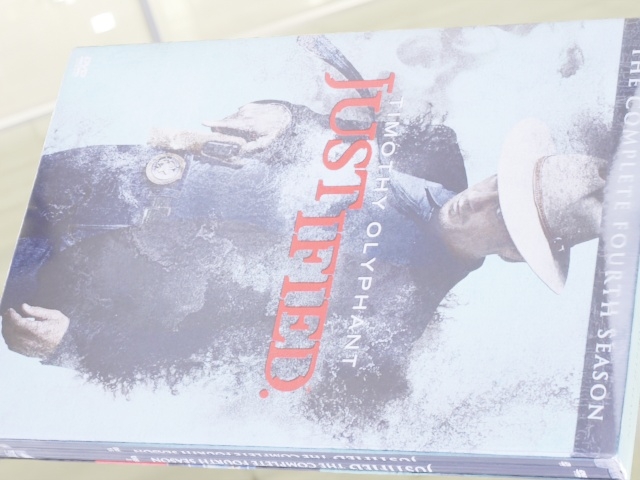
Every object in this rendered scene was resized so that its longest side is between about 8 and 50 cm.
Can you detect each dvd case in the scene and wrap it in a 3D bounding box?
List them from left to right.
[{"bbox_3d":[0.000,0.000,0.341,0.119,0.013,0.087,1,60,21],"label":"dvd case"}]
